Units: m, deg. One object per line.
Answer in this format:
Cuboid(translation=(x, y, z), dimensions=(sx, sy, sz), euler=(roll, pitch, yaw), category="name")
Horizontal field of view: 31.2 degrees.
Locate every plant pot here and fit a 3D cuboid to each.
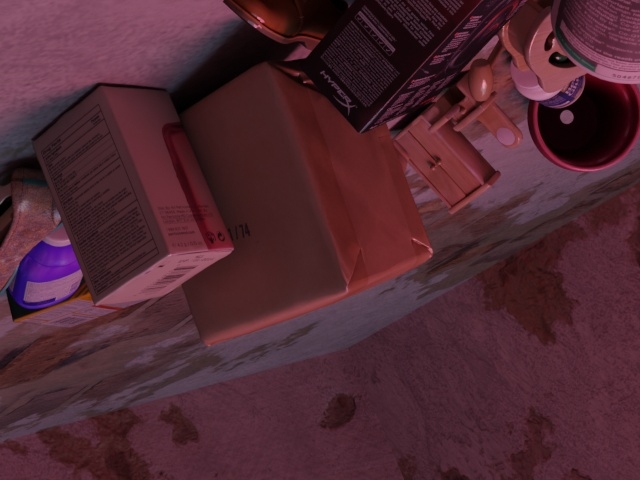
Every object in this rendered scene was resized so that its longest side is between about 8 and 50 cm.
Cuboid(translation=(0.469, -0.225, 2.098), dimensions=(0.201, 0.201, 0.180), euler=(-23, -177, 0), category="plant pot")

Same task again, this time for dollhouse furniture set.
Cuboid(translation=(0.139, -0.065, 1.878), dimensions=(0.355, 0.174, 0.303), euler=(-45, -177, -40), category="dollhouse furniture set")

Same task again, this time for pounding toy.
Cuboid(translation=(0.323, -0.324, 1.679), dimensions=(0.269, 0.155, 0.154), euler=(-30, 140, -13), category="pounding toy")

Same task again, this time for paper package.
Cuboid(translation=(-0.060, -0.053, 1.496), dimensions=(0.168, 0.309, 0.325), euler=(-19, 178, -43), category="paper package")

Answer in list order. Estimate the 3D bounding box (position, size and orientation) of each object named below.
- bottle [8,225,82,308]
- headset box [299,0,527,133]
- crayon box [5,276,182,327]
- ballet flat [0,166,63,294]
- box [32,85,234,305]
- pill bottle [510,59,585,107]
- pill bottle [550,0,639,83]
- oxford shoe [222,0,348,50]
Cuboid(translation=(-0.411, 0.020, 1.743), dimensions=(0.118, 0.092, 0.283), euler=(-21, 167, -24), category="bottle")
Cuboid(translation=(0.144, -0.272, 1.285), dimensions=(0.293, 0.110, 0.218), euler=(-46, 172, 32), category="headset box")
Cuboid(translation=(-0.349, 0.060, 1.975), dimensions=(0.323, 0.083, 0.203), euler=(-19, 168, 12), category="crayon box")
Cuboid(translation=(-0.451, -0.012, 1.583), dimensions=(0.106, 0.107, 0.316), euler=(13, 141, -36), category="ballet flat")
Cuboid(translation=(-0.234, -0.055, 1.426), dimensions=(0.149, 0.232, 0.127), euler=(-31, 165, 33), category="box")
Cuboid(translation=(0.374, -0.275, 1.903), dimensions=(0.094, 0.094, 0.169), euler=(-29, 166, 24), category="pill bottle")
Cuboid(translation=(0.393, -0.349, 1.360), dimensions=(0.204, 0.204, 0.361), euler=(-23, 162, -3), category="pill bottle")
Cuboid(translation=(-0.037, -0.269, 1.313), dimensions=(0.076, 0.076, 0.212), euler=(-55, 159, 21), category="oxford shoe")
